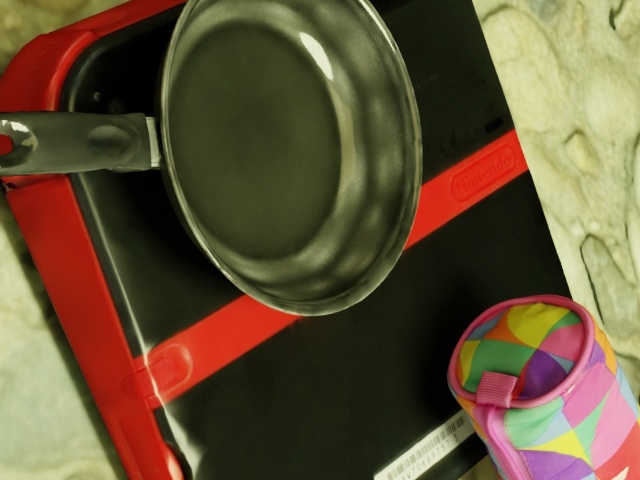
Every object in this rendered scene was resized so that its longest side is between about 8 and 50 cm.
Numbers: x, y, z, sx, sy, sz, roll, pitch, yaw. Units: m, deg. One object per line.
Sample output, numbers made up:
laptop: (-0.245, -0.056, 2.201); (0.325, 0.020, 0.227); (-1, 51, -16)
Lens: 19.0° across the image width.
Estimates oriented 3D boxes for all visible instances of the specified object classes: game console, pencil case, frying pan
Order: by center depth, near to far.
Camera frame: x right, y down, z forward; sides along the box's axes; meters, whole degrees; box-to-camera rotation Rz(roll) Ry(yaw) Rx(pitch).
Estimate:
frying pan: (-0.057, -0.028, 0.981); (0.326, 0.053, 0.197); (-37, 111, -42)
game console: (0.000, 0.000, 1.120); (0.386, 0.060, 0.342); (-31, 107, -45)
pencil case: (0.160, 0.142, 1.167); (0.236, 0.104, 0.104); (60, 43, -34)
